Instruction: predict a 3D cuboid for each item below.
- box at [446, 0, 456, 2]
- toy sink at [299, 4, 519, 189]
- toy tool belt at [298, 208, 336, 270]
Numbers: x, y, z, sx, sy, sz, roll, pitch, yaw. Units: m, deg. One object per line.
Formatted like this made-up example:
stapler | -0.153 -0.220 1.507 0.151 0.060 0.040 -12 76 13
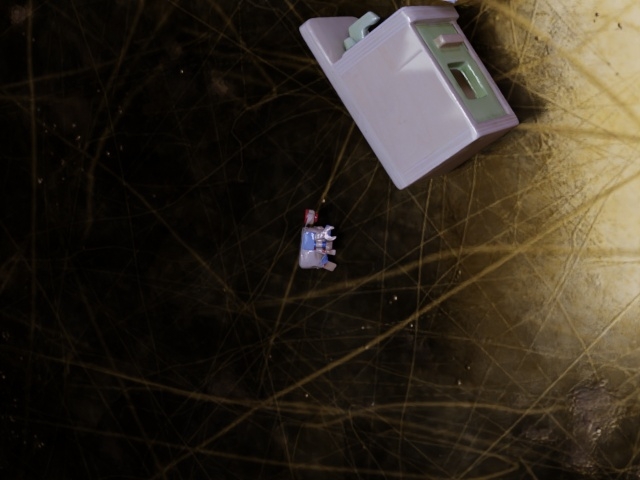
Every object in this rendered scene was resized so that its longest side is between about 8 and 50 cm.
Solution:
box | 0.068 -0.422 1.364 0.261 0.127 0.231 17 129 23
toy sink | 0.111 -0.200 1.412 0.131 0.152 0.234 -35 83 29
toy tool belt | 0.000 0.000 1.576 0.051 0.052 0.083 6 109 -6
